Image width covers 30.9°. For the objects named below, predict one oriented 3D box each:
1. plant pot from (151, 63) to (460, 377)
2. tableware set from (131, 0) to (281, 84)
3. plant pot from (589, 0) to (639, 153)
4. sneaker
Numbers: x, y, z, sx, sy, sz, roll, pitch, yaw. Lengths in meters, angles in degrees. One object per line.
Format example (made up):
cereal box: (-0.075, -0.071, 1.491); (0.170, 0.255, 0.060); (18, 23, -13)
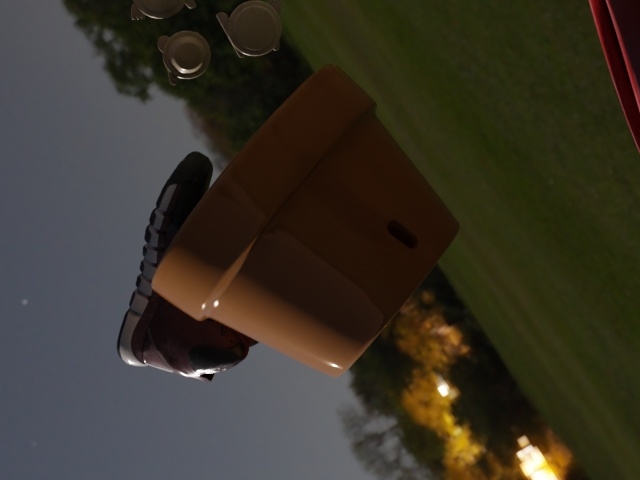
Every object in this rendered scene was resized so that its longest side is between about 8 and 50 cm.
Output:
plant pot: (0.000, 0.000, 1.157); (0.203, 0.291, 0.291); (40, -177, 3)
tableware set: (-0.129, -0.263, 1.320); (0.020, 0.168, 0.141); (-135, 26, -70)
plant pot: (0.274, -0.153, 0.764); (0.191, 0.174, 0.191); (-18, -90, -80)
sneaker: (-0.123, 0.043, 1.333); (0.162, 0.281, 0.106); (22, -152, 5)
